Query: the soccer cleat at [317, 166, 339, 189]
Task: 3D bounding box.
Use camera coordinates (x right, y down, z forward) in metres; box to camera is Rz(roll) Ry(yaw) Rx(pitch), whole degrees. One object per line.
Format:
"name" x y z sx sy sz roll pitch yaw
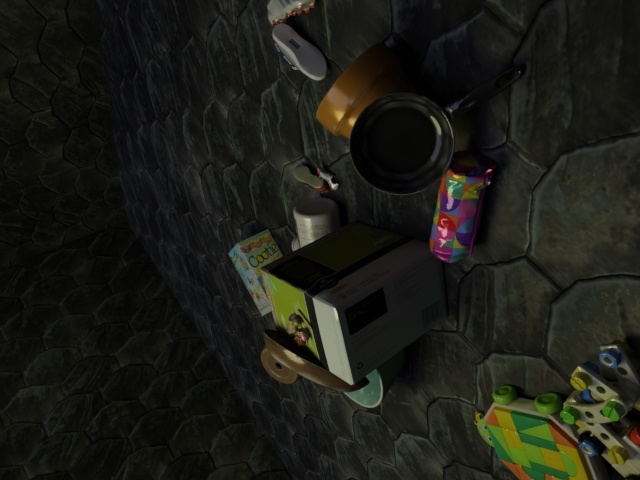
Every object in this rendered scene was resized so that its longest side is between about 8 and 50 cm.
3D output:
"soccer cleat" 0.023 -0.179 1.458 0.083 0.029 0.035 54 141 11

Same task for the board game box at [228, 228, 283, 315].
"board game box" -0.207 0.121 1.945 0.275 0.142 0.144 61 151 4

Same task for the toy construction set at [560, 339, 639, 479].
"toy construction set" 0.568 0.356 0.912 0.327 0.151 0.215 60 152 29

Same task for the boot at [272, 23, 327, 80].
"boot" -0.049 -0.465 1.323 0.190 0.069 0.086 51 171 13

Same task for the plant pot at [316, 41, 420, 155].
"plant pot" 0.127 -0.265 1.073 0.188 0.205 0.205 44 149 3

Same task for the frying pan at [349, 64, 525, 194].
"frying pan" 0.187 -0.230 0.954 0.197 0.053 0.326 31 116 -7

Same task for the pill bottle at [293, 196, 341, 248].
"pill bottle" 0.000 0.000 1.530 0.131 0.131 0.229 27 135 46

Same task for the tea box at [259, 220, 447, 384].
"tea box" 0.082 0.132 1.304 0.323 0.329 0.220 23 132 51

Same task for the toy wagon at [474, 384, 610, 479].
"toy wagon" 0.482 0.471 1.202 0.344 0.068 0.267 -12 102 60

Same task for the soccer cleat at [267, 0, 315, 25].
"soccer cleat" -0.081 -0.582 1.264 0.196 0.068 0.076 13 121 57

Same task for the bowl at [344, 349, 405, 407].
"bowl" 0.132 0.317 1.540 0.311 0.163 0.311 39 143 37

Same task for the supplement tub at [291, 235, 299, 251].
"supplement tub" -0.038 0.019 1.668 0.107 0.071 0.071 10 121 56

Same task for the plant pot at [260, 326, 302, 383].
"plant pot" -0.080 0.367 1.781 0.263 0.229 0.263 18 127 26

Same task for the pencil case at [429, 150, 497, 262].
"pencil case" 0.285 -0.066 1.060 0.104 0.104 0.236 39 144 36

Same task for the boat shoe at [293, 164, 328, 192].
"boat shoe" -0.028 -0.180 1.523 0.137 0.049 0.043 35 179 39

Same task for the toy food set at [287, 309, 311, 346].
"toy food set" -0.054 0.218 1.231 0.078 0.019 0.122 50 148 23

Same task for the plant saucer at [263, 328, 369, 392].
"plant saucer" -0.020 0.324 1.372 0.311 0.050 0.310 25 177 1
